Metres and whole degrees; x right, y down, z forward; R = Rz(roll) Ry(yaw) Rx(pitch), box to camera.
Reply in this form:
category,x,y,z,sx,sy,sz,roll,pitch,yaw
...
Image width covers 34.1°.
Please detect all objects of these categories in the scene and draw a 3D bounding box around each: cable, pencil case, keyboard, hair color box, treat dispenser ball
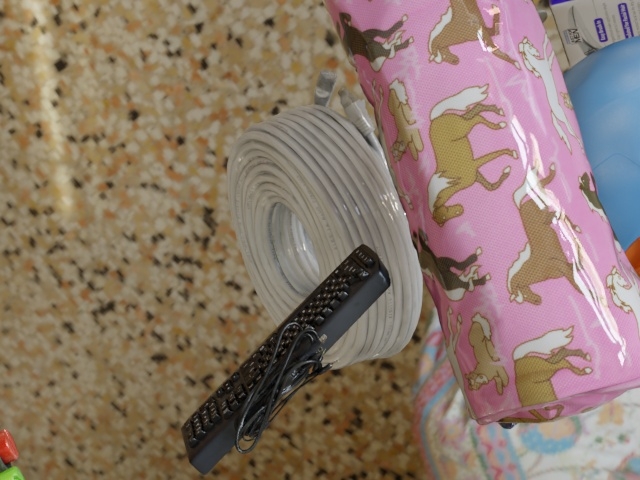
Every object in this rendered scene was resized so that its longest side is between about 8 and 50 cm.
category,x,y,z,sx,sy,sz,roll,pitch,yaw
cable,0.000,0.000,1.005,0.257,0.089,0.257,63,154,13
pencil case,0.119,-0.066,0.736,0.167,0.160,0.386,126,125,-76
keyboard,-0.030,0.075,0.724,0.192,0.100,0.038,-47,114,0
hair color box,0.557,-0.407,1.712,0.339,0.110,0.185,-10,152,19
treat dispenser ball,0.355,-0.072,1.092,0.288,0.288,0.288,15,126,21

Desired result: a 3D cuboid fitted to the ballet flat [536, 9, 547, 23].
category,x,y,z,sx,sy,sz,roll,pitch,yaw
ballet flat,0.357,-0.420,1.838,0.087,0.083,0.247,0,87,2

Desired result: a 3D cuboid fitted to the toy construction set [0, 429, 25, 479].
category,x,y,z,sx,sy,sz,roll,pitch,yaw
toy construction set,-0.303,0.204,0.805,0.215,0.151,0.327,-123,28,-47
